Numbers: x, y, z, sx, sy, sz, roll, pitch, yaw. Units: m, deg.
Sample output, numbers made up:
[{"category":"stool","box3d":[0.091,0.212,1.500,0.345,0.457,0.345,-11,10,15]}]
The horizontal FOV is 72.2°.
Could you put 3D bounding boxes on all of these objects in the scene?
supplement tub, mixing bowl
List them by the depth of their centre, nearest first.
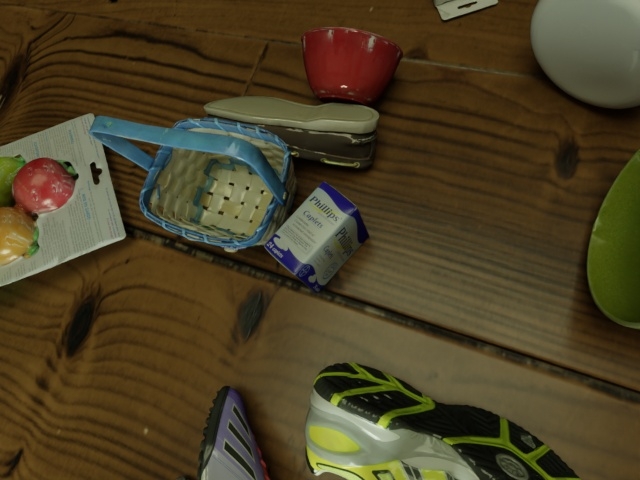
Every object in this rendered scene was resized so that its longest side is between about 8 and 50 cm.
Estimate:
[{"category":"supplement tub","box3d":[0.503,-0.382,0.649,0.316,0.228,0.228,-45,67,-5]},{"category":"mixing bowl","box3d":[0.047,-0.292,0.777,0.182,0.181,0.098,12,97,17]}]

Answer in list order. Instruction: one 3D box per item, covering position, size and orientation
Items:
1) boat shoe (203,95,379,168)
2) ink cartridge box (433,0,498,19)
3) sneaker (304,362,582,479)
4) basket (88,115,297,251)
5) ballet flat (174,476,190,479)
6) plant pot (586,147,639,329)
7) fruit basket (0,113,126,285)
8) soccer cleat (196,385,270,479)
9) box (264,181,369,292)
[{"category":"boat shoe","box3d":[-0.058,-0.195,0.787,0.325,0.096,0.116,10,38,14]},{"category":"ink cartridge box","box3d":[0.262,-0.535,0.849,0.115,0.067,0.198,-16,69,8]},{"category":"sneaker","box3d":[0.158,0.298,0.568,0.385,0.145,0.147,22,105,19]},{"category":"basket","box3d":[-0.163,-0.096,0.680,0.255,0.289,0.201,15,75,19]},{"category":"ballet flat","box3d":[-0.228,0.412,0.660,0.041,0.041,0.114,19,77,19]},{"category":"plant pot","box3d":[0.535,0.018,0.504,0.294,0.275,0.274,19,76,3]},{"category":"fruit basket","box3d":[-0.586,-0.068,0.873,0.353,0.165,0.327,-21,67,-11]},{"category":"soccer cleat","box3d":[-0.106,0.343,0.583,0.117,0.108,0.318,2,38,-9]},{"category":"box","box3d":[0.000,0.000,0.695,0.072,0.126,0.137,40,85,24]}]
